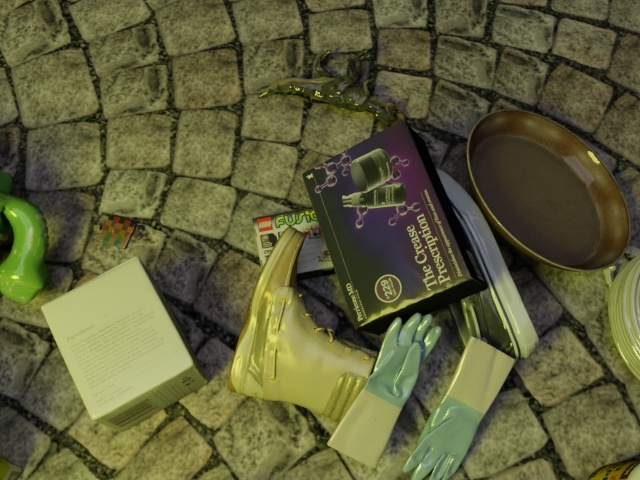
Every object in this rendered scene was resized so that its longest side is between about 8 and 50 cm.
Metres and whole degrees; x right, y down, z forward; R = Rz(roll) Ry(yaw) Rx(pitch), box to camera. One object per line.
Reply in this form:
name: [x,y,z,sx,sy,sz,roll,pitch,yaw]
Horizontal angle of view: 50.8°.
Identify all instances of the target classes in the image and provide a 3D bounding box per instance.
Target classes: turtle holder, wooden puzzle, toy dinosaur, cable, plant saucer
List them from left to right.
turtle holder: [-0.582,-0.024,1.026,0.320,0.243,0.227,25,82,-34]
wooden puzzle: [-0.338,-0.014,1.121,0.083,0.006,0.049,18,69,6]
toy dinosaur: [0.030,-0.286,1.211,0.268,0.064,0.118,13,75,8]
plant saucer: [0.360,-0.077,1.088,0.310,0.050,0.310,12,55,-18]
cable: [0.578,0.122,1.035,0.257,0.089,0.257,5,68,1]

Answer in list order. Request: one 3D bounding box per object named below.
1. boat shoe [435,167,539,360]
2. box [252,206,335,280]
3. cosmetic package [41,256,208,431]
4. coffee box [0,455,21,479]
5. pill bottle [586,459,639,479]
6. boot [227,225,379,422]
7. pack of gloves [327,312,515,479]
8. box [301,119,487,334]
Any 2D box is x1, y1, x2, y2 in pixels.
boat shoe: [0.211,0.040,1.046,0.119,0.121,0.335,-22,69,-7]
box: [0.000,0.000,1.104,0.207,0.036,0.114,-10,68,-5]
cosmetic package: [-0.278,0.153,0.976,0.151,0.151,0.183,-28,72,-12]
coffee box: [-0.656,0.327,0.801,0.338,0.334,0.337,28,70,10]
pill bottle: [0.431,0.345,0.875,0.117,0.215,0.117,0,68,-1]
boot: [-0.007,0.126,1.000,0.203,0.095,0.262,17,87,5]
pack of gloves: [0.143,0.227,0.973,0.195,0.046,0.232,29,87,-11]
box: [0.105,-0.016,1.003,0.184,0.103,0.261,-28,67,20]
